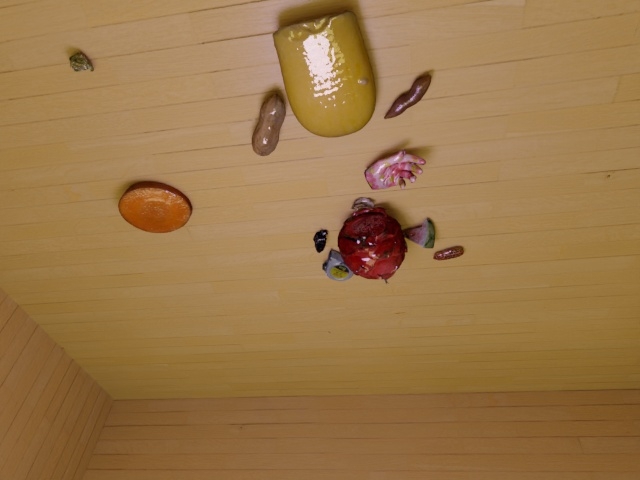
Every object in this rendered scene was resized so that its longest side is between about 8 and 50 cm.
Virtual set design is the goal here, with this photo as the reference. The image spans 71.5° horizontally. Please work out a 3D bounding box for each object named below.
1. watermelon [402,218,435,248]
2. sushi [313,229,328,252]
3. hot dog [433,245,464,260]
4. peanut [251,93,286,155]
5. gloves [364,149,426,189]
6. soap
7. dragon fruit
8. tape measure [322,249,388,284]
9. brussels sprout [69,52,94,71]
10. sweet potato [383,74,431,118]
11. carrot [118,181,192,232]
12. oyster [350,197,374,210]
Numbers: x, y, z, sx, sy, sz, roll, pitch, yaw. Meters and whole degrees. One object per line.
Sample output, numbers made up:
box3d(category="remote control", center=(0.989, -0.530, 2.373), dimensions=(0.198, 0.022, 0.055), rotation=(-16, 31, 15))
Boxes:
box3d(category="watermelon", center=(0.447, -0.004, 1.999), dimensions=(0.158, 0.121, 0.097), rotation=(-24, 150, 30))
box3d(category="sushi", center=(0.000, 0.000, 2.050), dimensions=(0.056, 0.083, 0.085), rotation=(14, 135, -8))
box3d(category="hot dog", center=(0.603, 0.065, 2.097), dimensions=(0.144, 0.038, 0.062), rotation=(-16, 131, 19))
box3d(category="peanut", center=(-0.189, -0.418, 1.640), dimensions=(0.101, 0.117, 0.263), rotation=(2, 135, -26))
box3d(category="gloves", center=(0.295, -0.276, 1.736), dimensions=(0.241, 0.126, 0.145), rotation=(-17, 106, 23))
box3d(category="soap", center=(0.027, -0.539, 1.500), dimensions=(0.305, 0.115, 0.427), rotation=(-10, 133, 9))
box3d(category="dragon fruit", center=(0.227, 0.020, 1.918), dimensions=(0.295, 0.296, 0.302), rotation=(-27, 114, 28))
box3d(category="tape measure", center=(0.172, 0.153, 2.184), dimensions=(0.330, 0.084, 0.164), rotation=(21, 134, -13))
box3d(category="brussels sprout", center=(-0.831, -0.614, 1.539), dimensions=(0.085, 0.058, 0.085), rotation=(-5, 167, -1))
box3d(category="sweet potato", center=(0.309, -0.495, 1.564), dimensions=(0.065, 0.051, 0.218), rotation=(28, 131, -26))
box3d(category="carrot", center=(-0.723, -0.147, 1.970), dimensions=(0.307, 0.100, 0.259), rotation=(2, 133, -9))
box3d(category="oyster", center=(0.181, -0.145, 1.909), dimensions=(0.083, 0.081, 0.038), rotation=(32, 163, 19))
